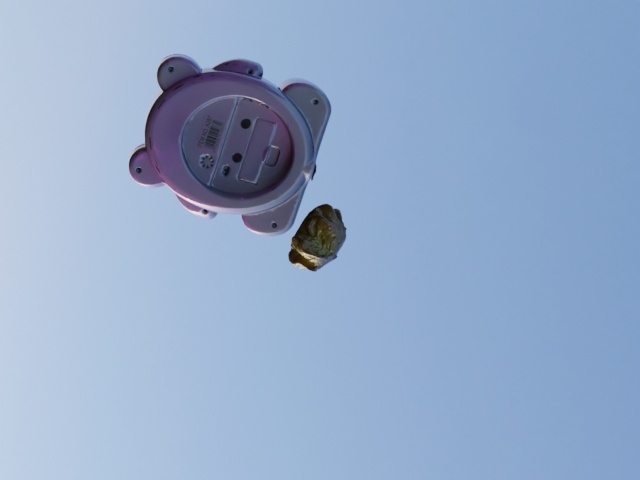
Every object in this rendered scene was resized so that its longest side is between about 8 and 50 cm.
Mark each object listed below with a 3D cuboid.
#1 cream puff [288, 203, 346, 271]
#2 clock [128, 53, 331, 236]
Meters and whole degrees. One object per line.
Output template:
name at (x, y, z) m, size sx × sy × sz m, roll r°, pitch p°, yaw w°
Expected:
cream puff at (0.000, 0.000, 1.684) m, size 0.083 × 0.058 × 0.083 m, roll -40°, pitch 151°, yaw -47°
clock at (-0.125, -0.138, 1.922) m, size 0.090 × 0.247 × 0.228 m, roll -121°, pitch -131°, yaw -74°
